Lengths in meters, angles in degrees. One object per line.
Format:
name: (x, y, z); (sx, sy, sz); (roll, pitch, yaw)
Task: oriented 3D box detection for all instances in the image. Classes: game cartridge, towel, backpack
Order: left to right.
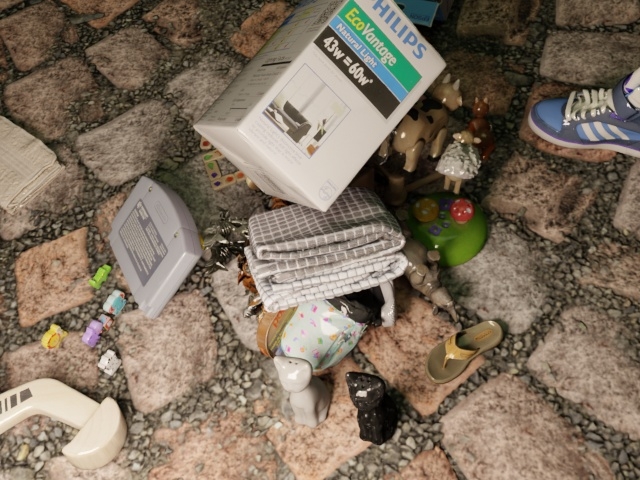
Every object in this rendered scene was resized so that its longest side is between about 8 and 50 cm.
towel: (-0.783, -0.193, 1.850); (0.282, 0.049, 0.187); (31, 67, 25)
game cartridge: (-0.350, -0.001, 1.571); (0.198, 0.062, 0.297); (-50, 45, 13)
towel: (0.000, 0.000, 1.390); (0.284, 0.121, 0.235); (-13, 27, -6)
backpack: (0.009, 0.162, 1.425); (0.152, 0.115, 0.182); (43, 112, 31)

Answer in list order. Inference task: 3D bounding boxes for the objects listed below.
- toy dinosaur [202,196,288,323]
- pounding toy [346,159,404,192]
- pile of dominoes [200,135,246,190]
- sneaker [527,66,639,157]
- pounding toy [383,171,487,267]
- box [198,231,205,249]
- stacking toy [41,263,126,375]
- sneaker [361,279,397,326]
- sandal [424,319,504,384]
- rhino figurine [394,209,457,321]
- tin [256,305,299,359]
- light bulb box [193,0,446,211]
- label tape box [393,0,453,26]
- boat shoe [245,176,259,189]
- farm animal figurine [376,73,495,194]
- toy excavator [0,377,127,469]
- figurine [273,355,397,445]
toy dinosaur: (-0.128, 0.024, 1.576); (0.218, 0.164, 0.322); (10, 37, 0)
pounding toy: (0.081, -0.105, 1.605); (0.206, 0.094, 0.181); (10, 26, 25)
pile of dominoes: (-0.169, -0.243, 1.784); (0.251, 0.040, 0.196); (-22, 58, -5)
sneaker: (0.611, -0.299, 1.572); (0.323, 0.236, 0.130); (17, 62, 18)
pounding toy: (0.246, -0.068, 1.564); (0.183, 0.110, 0.237); (-23, 58, -5)
box: (-0.323, -0.041, 1.672); (0.054, 0.059, 0.169); (-34, 59, -11)
stacking toy: (-0.457, 0.161, 1.573); (0.167, 0.052, 0.221); (20, 63, 20)
sneaker: (0.064, 0.073, 1.517); (0.153, 0.101, 0.268); (-14, 51, 1)
sandal: (0.273, 0.204, 1.426); (0.180, 0.049, 0.072); (-31, 59, -10)
rhino figurine: (0.205, 0.060, 1.489); (0.073, 0.106, 0.243); (-29, 71, -13)
tin: (-0.059, 0.146, 1.478); (0.040, 0.106, 0.189); (18, 67, 36)
light bulb box: (-0.017, -0.278, 1.437); (0.361, 0.225, 0.358); (-50, 23, -7)
label tape box: (0.222, -0.666, 1.943); (0.249, 0.115, 0.347); (14, 64, 18)
boat shoe: (-0.055, -0.251, 1.703); (0.341, 0.121, 0.110); (-42, 79, -13)
farm animal figurine: (0.218, -0.275, 1.600); (0.330, 0.172, 0.327); (21, 40, 14)
toy excavator: (-0.655, 0.327, 1.428); (0.445, 0.222, 0.433); (-30, 59, -20)
figurine: (0.025, 0.271, 1.330); (0.215, 0.209, 0.092); (11, 61, 16)
